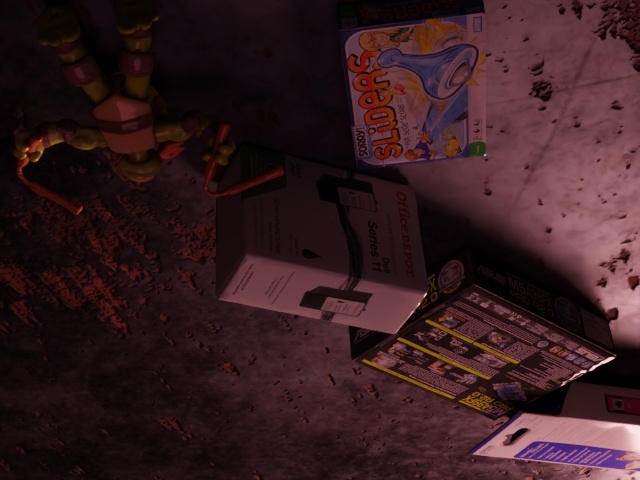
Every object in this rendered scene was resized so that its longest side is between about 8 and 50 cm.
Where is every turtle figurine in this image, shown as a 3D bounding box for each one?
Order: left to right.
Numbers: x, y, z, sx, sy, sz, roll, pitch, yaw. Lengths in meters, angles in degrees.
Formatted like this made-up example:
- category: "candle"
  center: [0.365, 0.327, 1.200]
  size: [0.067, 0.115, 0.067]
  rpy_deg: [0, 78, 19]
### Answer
- category: "turtle figurine"
  center: [-0.174, -0.129, 1.152]
  size: [0.270, 0.087, 0.217]
  rpy_deg: [1, 136, 9]

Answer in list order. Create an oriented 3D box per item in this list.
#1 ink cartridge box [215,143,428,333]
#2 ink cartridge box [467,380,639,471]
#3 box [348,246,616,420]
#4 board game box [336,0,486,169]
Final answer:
- category: "ink cartridge box"
  center: [0.000, 0.000, 1.283]
  size: [0.208, 0.153, 0.087]
  rpy_deg: [12, 139, -21]
- category: "ink cartridge box"
  center: [0.412, 0.271, 1.734]
  size: [0.371, 0.069, 0.175]
  rpy_deg: [7, 150, -17]
- category: "box"
  center: [0.206, 0.127, 1.545]
  size: [0.270, 0.060, 0.216]
  rpy_deg: [25, 135, -32]
- category: "board game box"
  center: [0.092, -0.152, 1.182]
  size: [0.136, 0.035, 0.201]
  rpy_deg: [-6, 143, 4]
